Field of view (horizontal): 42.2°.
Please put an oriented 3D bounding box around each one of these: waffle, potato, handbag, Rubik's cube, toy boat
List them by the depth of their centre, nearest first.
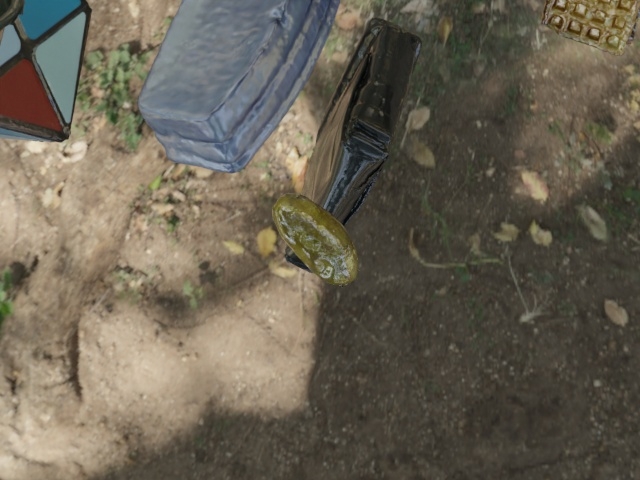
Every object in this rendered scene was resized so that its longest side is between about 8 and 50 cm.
[{"bbox_3d":[0.000,0.000,0.648,0.046,0.045,0.092,-21,116,44],"label":"potato"},{"bbox_3d":[-0.055,-0.194,0.720,0.127,0.283,0.078,11,160,34],"label":"toy boat"},{"bbox_3d":[0.297,-0.277,0.868,0.102,0.042,0.148,26,141,21],"label":"waffle"},{"bbox_3d":[0.040,-0.104,0.956,0.080,0.223,0.247,19,142,-7],"label":"handbag"},{"bbox_3d":[-0.531,-0.291,1.252,0.246,0.250,0.248,6,88,26],"label":"Rubik's cube"}]

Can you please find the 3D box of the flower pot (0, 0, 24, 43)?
[{"bbox_3d":[-0.264,-0.116,0.499,0.157,0.157,0.107,21,128,-1],"label":"flower pot"}]
